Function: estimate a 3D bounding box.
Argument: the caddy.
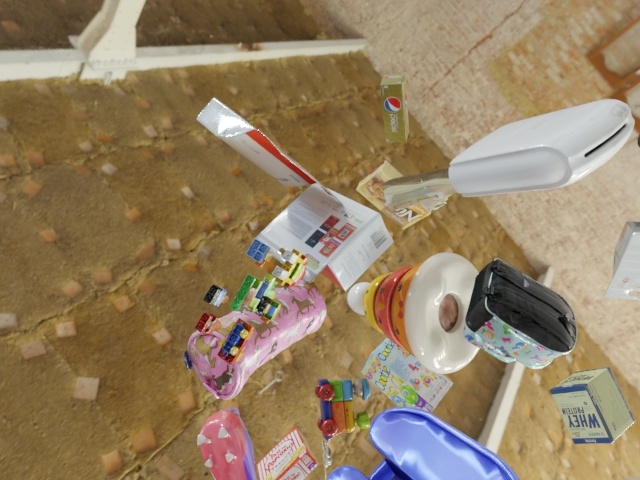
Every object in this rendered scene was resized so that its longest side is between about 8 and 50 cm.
[{"bbox_3d":[0.165,0.398,0.625,0.241,0.341,0.179,-46,-63,-17],"label":"caddy"}]

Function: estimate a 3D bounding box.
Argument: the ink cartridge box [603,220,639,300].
[{"bbox_3d":[0.676,0.046,0.919,0.146,0.179,0.045,4,-140,10],"label":"ink cartridge box"}]

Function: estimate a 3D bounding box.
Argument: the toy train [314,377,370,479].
[{"bbox_3d":[0.068,0.495,1.212,0.144,0.105,0.248,-3,-105,-8],"label":"toy train"}]

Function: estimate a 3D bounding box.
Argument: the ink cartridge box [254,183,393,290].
[{"bbox_3d":[0.000,0.000,1.317,0.309,0.272,0.130,33,162,47],"label":"ink cartridge box"}]

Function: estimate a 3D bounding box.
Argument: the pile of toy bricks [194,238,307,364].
[{"bbox_3d":[-0.111,0.101,0.781,0.118,0.212,0.105,28,174,25],"label":"pile of toy bricks"}]

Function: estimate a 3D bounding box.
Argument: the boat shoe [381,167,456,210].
[{"bbox_3d":[0.328,-0.144,1.307,0.109,0.302,0.098,-43,-59,-54],"label":"boat shoe"}]

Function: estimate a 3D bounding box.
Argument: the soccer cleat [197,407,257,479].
[{"bbox_3d":[-0.119,0.380,0.686,0.095,0.083,0.248,5,-113,-77],"label":"soccer cleat"}]

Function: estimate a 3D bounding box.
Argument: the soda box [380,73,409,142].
[{"bbox_3d":[0.208,-0.363,1.255,0.181,0.061,0.058,75,-153,-44],"label":"soda box"}]

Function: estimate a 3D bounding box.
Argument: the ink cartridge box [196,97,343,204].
[{"bbox_3d":[-0.143,-0.227,1.285,0.385,0.091,0.308,44,-173,39],"label":"ink cartridge box"}]

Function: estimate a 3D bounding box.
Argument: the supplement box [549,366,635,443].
[{"bbox_3d":[0.401,0.243,0.667,0.083,0.056,0.083,-11,-106,-35],"label":"supplement box"}]

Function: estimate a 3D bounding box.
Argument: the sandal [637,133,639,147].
[{"bbox_3d":[0.651,-0.228,0.805,0.067,0.179,0.040,42,-160,5],"label":"sandal"}]

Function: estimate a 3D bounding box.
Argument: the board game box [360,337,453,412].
[{"bbox_3d":[0.309,0.499,1.645,0.275,0.142,0.144,40,-134,21],"label":"board game box"}]

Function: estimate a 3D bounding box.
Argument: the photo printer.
[{"bbox_3d":[0.465,-0.193,0.957,0.256,0.307,0.107,-33,-74,-24],"label":"photo printer"}]

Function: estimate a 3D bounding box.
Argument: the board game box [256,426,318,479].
[{"bbox_3d":[-0.089,0.576,1.161,0.147,0.193,0.045,-41,-86,-13],"label":"board game box"}]

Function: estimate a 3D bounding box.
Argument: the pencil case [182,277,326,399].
[{"bbox_3d":[-0.132,0.213,1.069,0.386,0.167,0.160,-26,-90,-57],"label":"pencil case"}]

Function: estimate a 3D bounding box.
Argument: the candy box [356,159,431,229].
[{"bbox_3d":[0.346,-0.205,2.105,0.316,0.183,0.087,38,-130,-16],"label":"candy box"}]

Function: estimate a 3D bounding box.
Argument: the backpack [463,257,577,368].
[{"bbox_3d":[0.502,0.198,1.146,0.254,0.191,0.225,26,-134,6],"label":"backpack"}]

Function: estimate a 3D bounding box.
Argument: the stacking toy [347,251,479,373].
[{"bbox_3d":[0.256,0.217,1.471,0.351,0.480,0.350,2,-94,-36],"label":"stacking toy"}]
